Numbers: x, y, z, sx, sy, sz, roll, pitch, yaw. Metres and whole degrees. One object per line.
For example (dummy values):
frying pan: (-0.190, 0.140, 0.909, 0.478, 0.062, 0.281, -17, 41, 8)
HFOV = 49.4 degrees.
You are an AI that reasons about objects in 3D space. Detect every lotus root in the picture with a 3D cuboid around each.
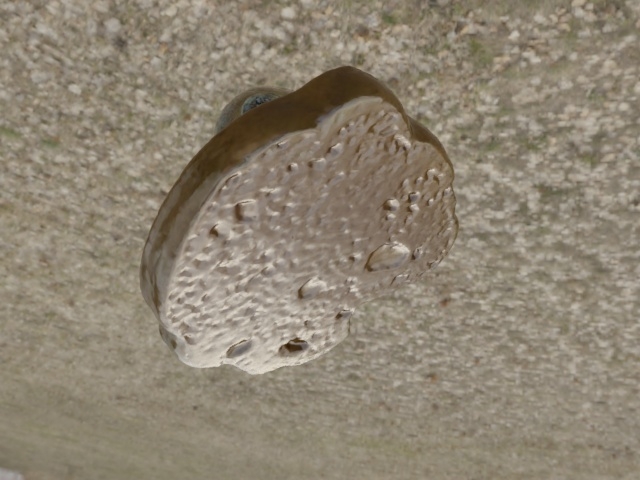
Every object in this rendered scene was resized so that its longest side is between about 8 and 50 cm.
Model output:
lotus root: (-0.062, -0.132, 0.979, 0.175, 0.175, 0.349, 5, -179, 11)

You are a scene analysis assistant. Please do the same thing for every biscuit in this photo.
biscuit: (0.000, 0.000, 0.709, 0.381, 0.074, 0.359, 1, 131, -48)
